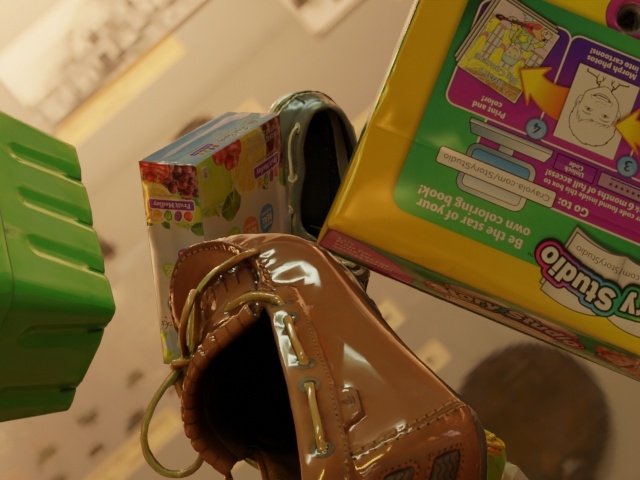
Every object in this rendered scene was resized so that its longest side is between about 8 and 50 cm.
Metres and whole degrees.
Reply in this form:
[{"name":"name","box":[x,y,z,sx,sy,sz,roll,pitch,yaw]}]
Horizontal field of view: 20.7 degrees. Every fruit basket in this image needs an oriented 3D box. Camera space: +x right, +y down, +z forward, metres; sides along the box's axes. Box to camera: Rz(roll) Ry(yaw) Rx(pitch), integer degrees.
[{"name":"fruit basket","box":[-0.433,0.000,1.913,0.392,0.392,0.283,-39,-18,-55]}]

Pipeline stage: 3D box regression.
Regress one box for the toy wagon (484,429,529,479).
[{"name":"toy wagon","box":[0.139,0.299,1.860,0.068,0.267,0.344,-67,-9,-48]}]

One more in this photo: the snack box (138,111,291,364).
[{"name":"snack box","box":[-0.095,-0.003,1.699,0.070,0.207,0.174,6,23,25]}]

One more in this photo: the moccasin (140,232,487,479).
[{"name":"moccasin","box":[-0.034,0.092,1.111,0.147,0.139,0.380,-4,25,-20]}]

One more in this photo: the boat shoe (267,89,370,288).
[{"name":"boat shoe","box":[0.000,0.000,1.859,0.116,0.319,0.099,-6,6,-21]}]

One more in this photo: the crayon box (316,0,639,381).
[{"name":"crayon box","box":[0.222,-0.074,1.558,0.106,0.363,0.313,123,169,-78]}]
